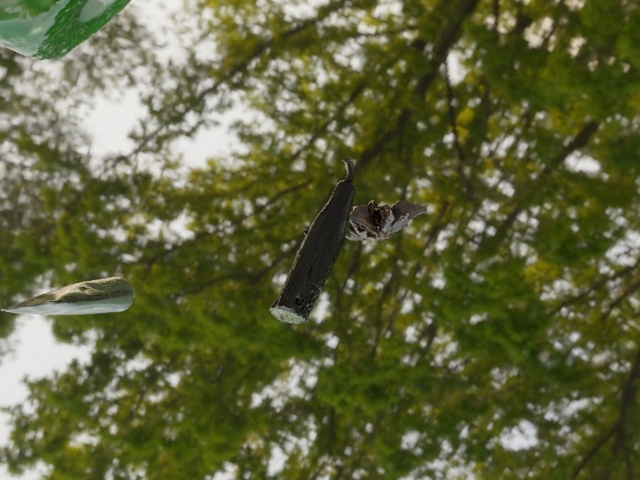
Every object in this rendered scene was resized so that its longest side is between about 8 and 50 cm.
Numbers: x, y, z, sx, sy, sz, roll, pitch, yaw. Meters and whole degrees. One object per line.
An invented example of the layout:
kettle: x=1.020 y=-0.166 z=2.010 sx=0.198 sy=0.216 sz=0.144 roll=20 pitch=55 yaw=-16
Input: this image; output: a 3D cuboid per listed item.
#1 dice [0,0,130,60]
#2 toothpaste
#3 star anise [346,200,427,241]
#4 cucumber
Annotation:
dice: x=-0.401 y=-0.449 z=1.478 sx=0.300 sy=0.287 sz=0.297 roll=43 pitch=-167 yaw=-3
toothpaste: x=-0.259 y=0.064 z=1.144 sx=0.064 sy=0.041 sz=0.218 roll=-8 pitch=179 yaw=18
star anise: x=0.088 y=-0.030 z=1.450 sx=0.129 sy=0.124 sz=0.056 roll=-11 pitch=-99 yaw=-11
cucumber: x=0.000 y=0.000 z=0.955 sx=0.039 sy=0.043 sz=0.163 roll=8 pitch=-120 yaw=32
